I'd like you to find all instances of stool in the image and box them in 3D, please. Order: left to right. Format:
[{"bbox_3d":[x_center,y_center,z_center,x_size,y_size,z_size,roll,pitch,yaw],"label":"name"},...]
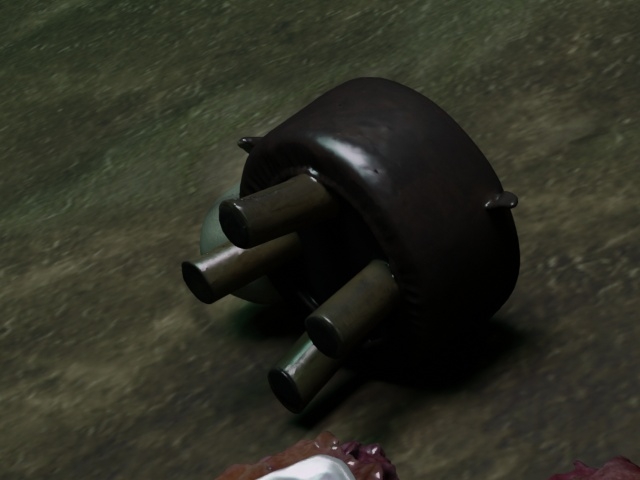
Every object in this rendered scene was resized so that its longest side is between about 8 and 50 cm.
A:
[{"bbox_3d":[0.000,0.000,0.859,0.121,0.125,0.217,-35,20,-26],"label":"stool"}]

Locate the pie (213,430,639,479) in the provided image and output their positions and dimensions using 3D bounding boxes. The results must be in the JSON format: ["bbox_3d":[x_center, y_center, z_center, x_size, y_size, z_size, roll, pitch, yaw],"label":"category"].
[{"bbox_3d":[0.018,0.136,0.652,0.219,0.054,0.204,10,38,43],"label":"pie"}]

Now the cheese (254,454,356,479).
[{"bbox_3d":[0.039,0.150,0.528,0.127,0.050,0.255,-21,44,-10],"label":"cheese"}]
